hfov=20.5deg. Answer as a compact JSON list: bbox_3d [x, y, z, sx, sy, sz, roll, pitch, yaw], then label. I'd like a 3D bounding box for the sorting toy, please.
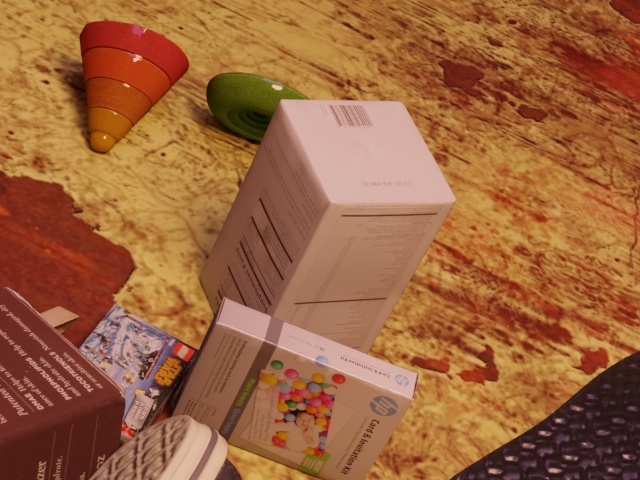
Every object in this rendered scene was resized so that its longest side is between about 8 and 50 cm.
[{"bbox_3d":[-0.098,-0.105,1.868,0.365,0.127,0.126,21,69,-10],"label":"sorting toy"}]

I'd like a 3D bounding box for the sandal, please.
[{"bbox_3d":[0.277,0.223,1.707,0.446,0.107,0.167,-21,59,-27],"label":"sandal"}]

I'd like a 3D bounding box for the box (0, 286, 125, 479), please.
[{"bbox_3d":[-0.287,0.166,1.371,0.203,0.168,0.167,-19,43,-40],"label":"box"}]

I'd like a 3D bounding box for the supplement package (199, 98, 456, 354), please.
[{"bbox_3d":[0.000,0.000,1.668,0.139,0.244,0.134,-1,48,-30],"label":"supplement package"}]

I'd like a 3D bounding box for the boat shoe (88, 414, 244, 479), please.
[{"bbox_3d":[-0.183,0.344,1.229,0.156,0.187,0.500,50,52,-19],"label":"boat shoe"}]

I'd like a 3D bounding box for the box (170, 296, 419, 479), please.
[{"bbox_3d":[-0.026,0.140,1.582,0.186,0.145,0.038,21,42,-7],"label":"box"}]

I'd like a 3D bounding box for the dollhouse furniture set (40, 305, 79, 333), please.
[{"bbox_3d":[-0.241,0.100,1.571,0.114,0.091,0.081,-23,76,-46],"label":"dollhouse furniture set"}]

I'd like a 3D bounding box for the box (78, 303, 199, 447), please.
[{"bbox_3d":[-0.180,0.125,1.606,0.094,0.027,0.137,29,40,5],"label":"box"}]
